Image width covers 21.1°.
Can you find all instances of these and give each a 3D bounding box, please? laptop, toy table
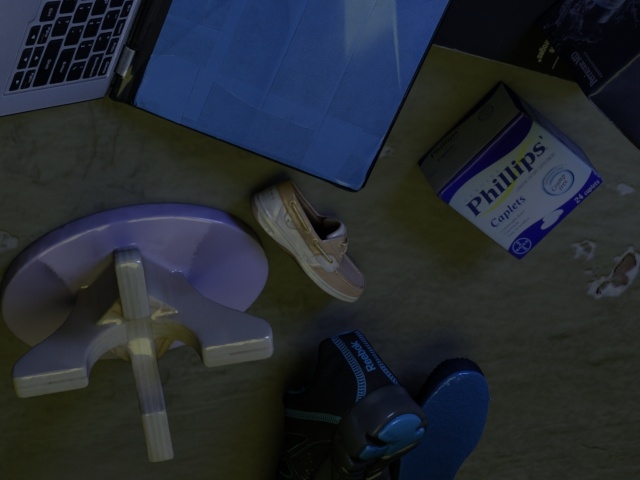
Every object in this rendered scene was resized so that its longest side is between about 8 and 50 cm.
[{"bbox_3d":[-0.087,-0.225,1.481,0.408,0.236,0.382,-19,139,-54],"label":"laptop"},{"bbox_3d":[-0.179,0.078,1.719,0.274,0.161,0.252,-19,126,0],"label":"toy table"}]

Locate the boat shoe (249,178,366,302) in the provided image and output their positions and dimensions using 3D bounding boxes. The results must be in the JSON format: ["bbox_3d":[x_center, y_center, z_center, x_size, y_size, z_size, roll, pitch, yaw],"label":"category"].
[{"bbox_3d":[0.000,0.000,1.772,0.059,0.063,0.170,-36,124,18],"label":"boat shoe"}]

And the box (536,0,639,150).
[{"bbox_3d":[0.305,-0.194,1.586,0.158,0.156,0.093,-43,123,15],"label":"box"}]

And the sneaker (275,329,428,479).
[{"bbox_3d":[0.012,0.233,1.911,0.125,0.140,0.341,-11,148,-33],"label":"sneaker"}]

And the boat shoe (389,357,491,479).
[{"bbox_3d":[0.111,0.226,1.944,0.109,0.089,0.258,11,123,-20],"label":"boat shoe"}]

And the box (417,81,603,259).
[{"bbox_3d":[0.196,-0.070,1.770,0.137,0.072,0.126,35,109,-31],"label":"box"}]

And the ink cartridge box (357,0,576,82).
[{"bbox_3d":[0.225,-0.252,1.663,0.371,0.069,0.176,11,120,-24],"label":"ink cartridge box"}]
